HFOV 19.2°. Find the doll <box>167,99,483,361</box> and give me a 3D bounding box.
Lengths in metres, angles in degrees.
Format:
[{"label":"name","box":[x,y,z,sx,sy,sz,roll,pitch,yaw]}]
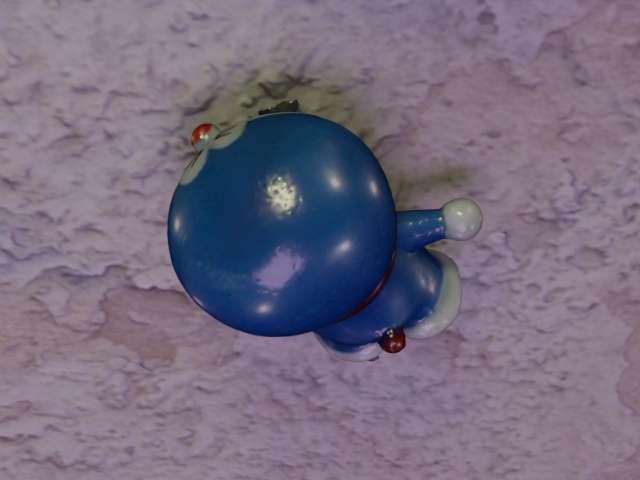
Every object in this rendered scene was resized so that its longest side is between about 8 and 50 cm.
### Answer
[{"label":"doll","box":[0.000,0.000,1.363,0.215,0.161,0.257,-30,149,12]}]
